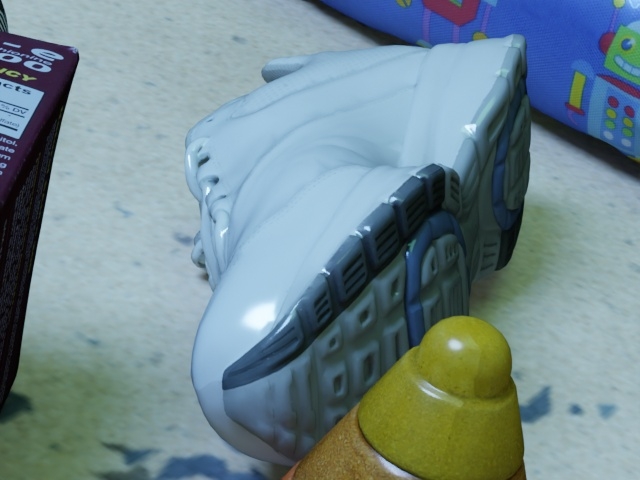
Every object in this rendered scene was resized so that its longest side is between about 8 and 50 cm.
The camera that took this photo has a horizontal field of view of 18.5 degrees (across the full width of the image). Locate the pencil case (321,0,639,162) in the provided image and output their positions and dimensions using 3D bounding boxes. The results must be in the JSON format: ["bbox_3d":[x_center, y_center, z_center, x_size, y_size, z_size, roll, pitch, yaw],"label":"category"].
[{"bbox_3d":[0.101,-0.136,1.004,0.306,0.119,0.133,31,23,28],"label":"pencil case"}]

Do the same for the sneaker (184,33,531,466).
[{"bbox_3d":[0.000,0.000,0.747,0.129,0.111,0.297,5,21,14],"label":"sneaker"}]

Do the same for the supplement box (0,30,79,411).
[{"bbox_3d":[-0.133,0.039,0.549,0.073,0.130,0.239,14,27,-1],"label":"supplement box"}]

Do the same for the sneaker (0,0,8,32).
[{"bbox_3d":[-0.215,-0.049,0.687,0.146,0.134,0.343,55,25,6],"label":"sneaker"}]

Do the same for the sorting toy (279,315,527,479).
[{"bbox_3d":[0.021,0.133,0.461,0.127,0.126,0.365,14,27,-4],"label":"sorting toy"}]
